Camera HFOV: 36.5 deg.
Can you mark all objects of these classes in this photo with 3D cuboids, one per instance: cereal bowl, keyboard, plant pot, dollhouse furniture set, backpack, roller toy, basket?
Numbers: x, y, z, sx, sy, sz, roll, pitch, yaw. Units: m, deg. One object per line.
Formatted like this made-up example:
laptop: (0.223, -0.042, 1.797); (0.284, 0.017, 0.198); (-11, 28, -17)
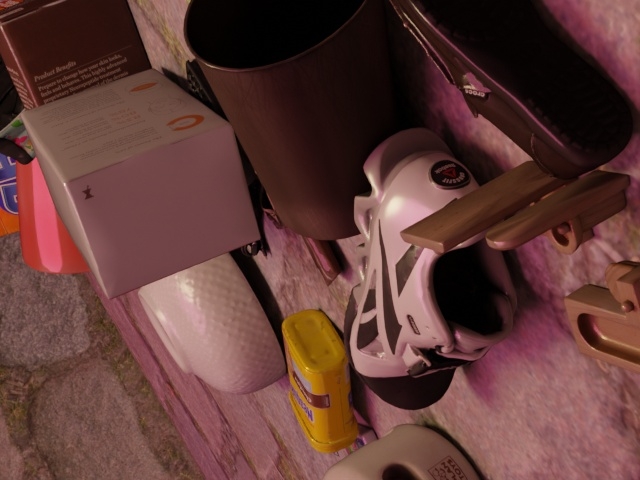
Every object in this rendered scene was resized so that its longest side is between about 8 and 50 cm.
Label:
cereal bowl: (-0.204, 0.120, 1.621); (0.339, 0.141, 0.339); (52, 164, 22)
keyboard: (-0.137, -0.089, 1.388); (0.201, 0.033, 0.317); (51, 158, 29)
plant pot: (-0.470, -0.101, 1.894); (0.275, 0.275, 0.243); (33, 134, 54)
dollhouse furniture set: (0.164, 0.043, 0.681); (0.144, 0.123, 0.151); (18, 133, 63)
backpack: (-0.486, -0.275, 1.696); (0.191, 0.253, 0.225); (29, -166, -49)
roller toy: (0.107, 0.323, 1.148); (0.209, 0.146, 0.191); (10, 121, 54)
basket: (-0.005, -0.123, 0.840); (0.154, 0.204, 0.227); (3, 139, 20)

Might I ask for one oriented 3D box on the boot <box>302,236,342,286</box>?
boot: (0.000, 0.000, 1.153); (0.106, 0.037, 0.114); (-172, 59, -82)

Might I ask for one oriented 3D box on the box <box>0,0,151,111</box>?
box: (-0.359, -0.206, 1.544); (0.143, 0.191, 0.381); (31, 143, 55)

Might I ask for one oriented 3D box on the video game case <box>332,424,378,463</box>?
video game case: (0.073, 0.361, 1.460); (0.201, 0.023, 0.183); (66, 160, -8)

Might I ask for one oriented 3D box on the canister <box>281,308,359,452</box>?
canister: (-0.002, 0.193, 1.341); (0.126, 0.073, 0.170); (-123, 20, -45)

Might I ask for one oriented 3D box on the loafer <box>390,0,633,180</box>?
loafer: (0.112, -0.121, 0.661); (0.220, 0.080, 0.078); (55, 158, 19)

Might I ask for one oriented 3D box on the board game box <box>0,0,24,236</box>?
board game box: (-0.737, -0.245, 2.066); (0.356, 0.356, 0.356); (-119, 14, -50)

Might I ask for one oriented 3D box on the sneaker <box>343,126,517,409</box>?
sneaker: (0.103, 0.072, 0.870); (0.146, 0.122, 0.330); (48, 156, 39)

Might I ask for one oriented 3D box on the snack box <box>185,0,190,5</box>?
snack box: (-0.151, -0.340, 1.087); (0.100, 0.037, 0.141); (54, 158, 19)

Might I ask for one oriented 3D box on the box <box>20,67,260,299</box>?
box: (-0.254, -0.093, 1.321); (0.345, 0.215, 0.168); (40, 148, 58)

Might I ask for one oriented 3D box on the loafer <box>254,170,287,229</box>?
loafer: (-0.063, -0.057, 1.231); (0.045, 0.039, 0.125); (48, 155, 33)
